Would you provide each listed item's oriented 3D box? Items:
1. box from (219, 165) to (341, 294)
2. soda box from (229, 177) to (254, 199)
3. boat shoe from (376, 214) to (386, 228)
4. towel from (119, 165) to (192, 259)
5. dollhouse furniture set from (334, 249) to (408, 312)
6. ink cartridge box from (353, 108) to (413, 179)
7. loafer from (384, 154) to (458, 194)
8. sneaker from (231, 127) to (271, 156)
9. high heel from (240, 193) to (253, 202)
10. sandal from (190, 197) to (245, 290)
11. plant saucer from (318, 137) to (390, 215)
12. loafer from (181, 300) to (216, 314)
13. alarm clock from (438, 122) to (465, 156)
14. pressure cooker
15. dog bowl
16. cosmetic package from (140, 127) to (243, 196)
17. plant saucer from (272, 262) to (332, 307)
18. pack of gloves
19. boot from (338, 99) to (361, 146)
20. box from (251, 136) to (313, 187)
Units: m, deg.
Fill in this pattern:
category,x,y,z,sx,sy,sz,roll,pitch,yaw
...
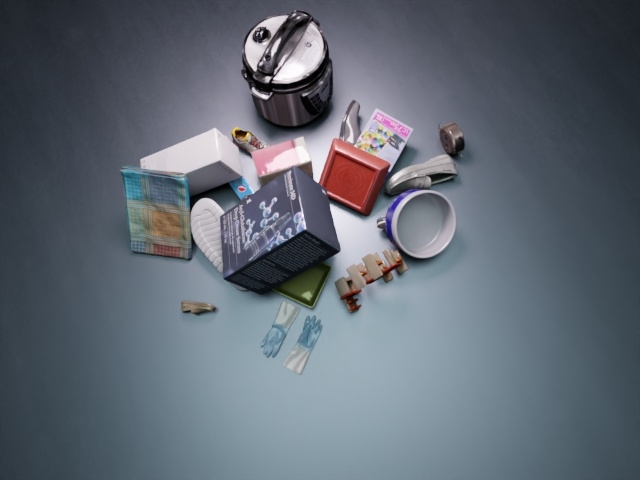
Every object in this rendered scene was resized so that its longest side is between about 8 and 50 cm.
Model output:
category,x,y,z,sx,sy,sz,roll,pitch,yaw
box,-0.161,-0.027,1.700,0.395,0.212,0.294,-30,52,24
soda box,-0.349,-0.239,1.972,0.067,0.071,0.210,-35,74,-6
boat shoe,0.344,-0.115,1.890,0.254,0.095,0.079,-17,74,-4
towel,-0.654,-0.104,1.843,0.271,0.040,0.370,7,115,6
dollhouse furniture set,0.194,0.153,1.748,0.259,0.262,0.135,-36,74,27
ink cartridge box,0.235,-0.375,1.912,0.185,0.065,0.311,30,81,1
loafer,0.424,-0.260,1.923,0.319,0.112,0.111,-23,65,-5
sneaker,-0.301,-0.422,2.016,0.225,0.093,0.088,27,76,10
high heel,-0.194,-0.166,1.882,0.261,0.186,0.093,-19,73,-3
sandal,-0.399,0.022,1.886,0.169,0.102,0.416,-30,86,9
plant saucer,0.122,-0.251,1.877,0.259,0.258,0.048,27,33,10
loafer,-0.488,0.273,1.831,0.148,0.056,0.050,4,73,14
alarm clock,0.553,-0.446,1.975,0.064,0.129,0.192,-22,45,-1
pressure cooker,-0.143,-0.724,1.933,0.375,0.420,0.370,-14,72,-2
dog bowl,0.393,-0.069,1.805,0.264,0.104,0.265,-3,102,-15
cosmetic package,-0.529,-0.300,1.888,0.365,0.197,0.155,-17,72,17
plant saucer,-0.074,0.156,1.850,0.188,0.045,0.188,24,75,10
pack of gloves,-0.114,0.372,1.785,0.195,0.046,0.232,24,75,9
boot,0.185,-0.430,2.000,0.222,0.118,0.338,15,84,3
box,-0.159,-0.324,1.950,0.232,0.149,0.127,-18,72,-4
